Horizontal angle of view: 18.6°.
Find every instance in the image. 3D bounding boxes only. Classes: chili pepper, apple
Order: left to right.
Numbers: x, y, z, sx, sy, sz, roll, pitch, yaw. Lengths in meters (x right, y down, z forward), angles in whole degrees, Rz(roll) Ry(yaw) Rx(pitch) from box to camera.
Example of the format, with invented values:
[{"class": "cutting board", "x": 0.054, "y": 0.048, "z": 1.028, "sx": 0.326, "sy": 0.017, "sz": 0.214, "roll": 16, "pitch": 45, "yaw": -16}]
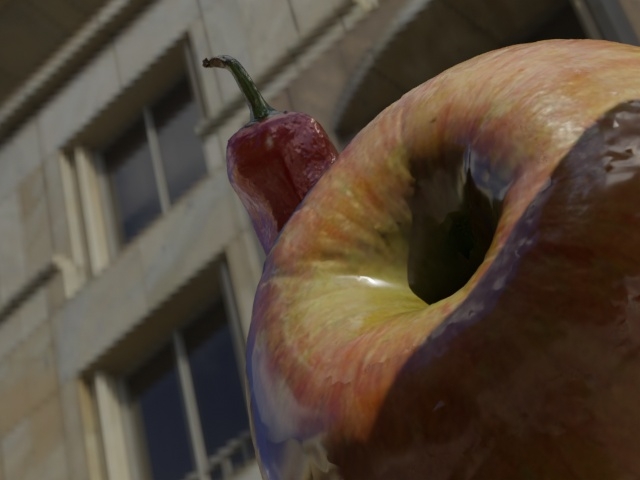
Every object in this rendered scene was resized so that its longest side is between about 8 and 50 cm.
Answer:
[{"class": "chili pepper", "x": 0.000, "y": 0.000, "z": 0.840, "sx": 0.050, "sy": 0.191, "sz": 0.059, "roll": -27, "pitch": -7, "yaw": 2}, {"class": "apple", "x": 0.083, "y": 0.046, "z": 0.617, "sx": 0.211, "sy": 0.211, "sz": 0.188, "roll": -39, "pitch": -51, "yaw": 22}]
